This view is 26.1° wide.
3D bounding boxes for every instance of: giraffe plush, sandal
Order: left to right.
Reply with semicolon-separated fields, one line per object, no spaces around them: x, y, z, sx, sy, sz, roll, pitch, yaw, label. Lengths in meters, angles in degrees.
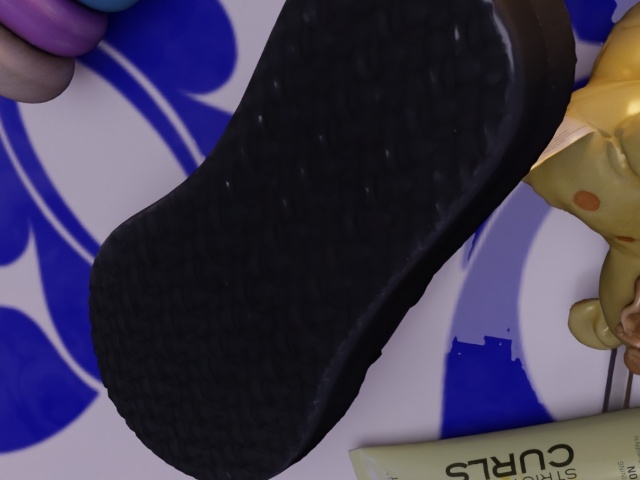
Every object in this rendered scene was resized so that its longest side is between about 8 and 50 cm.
0.002;0.001;0.720;0.167;0.107;0.446;57;140;12;sandal
0.193;-0.011;0.709;0.210;0.181;0.170;-28;118;-11;giraffe plush

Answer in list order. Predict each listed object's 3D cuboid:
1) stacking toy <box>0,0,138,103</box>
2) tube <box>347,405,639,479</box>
-0.090;-0.229;0.757;0.330;0.141;0.141;-41;88;14;stacking toy
0.138;0.141;0.798;0.240;0.062;0.070;-16;55;22;tube
